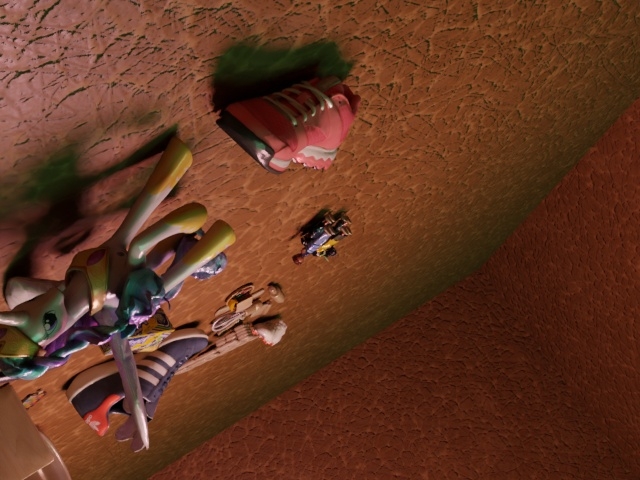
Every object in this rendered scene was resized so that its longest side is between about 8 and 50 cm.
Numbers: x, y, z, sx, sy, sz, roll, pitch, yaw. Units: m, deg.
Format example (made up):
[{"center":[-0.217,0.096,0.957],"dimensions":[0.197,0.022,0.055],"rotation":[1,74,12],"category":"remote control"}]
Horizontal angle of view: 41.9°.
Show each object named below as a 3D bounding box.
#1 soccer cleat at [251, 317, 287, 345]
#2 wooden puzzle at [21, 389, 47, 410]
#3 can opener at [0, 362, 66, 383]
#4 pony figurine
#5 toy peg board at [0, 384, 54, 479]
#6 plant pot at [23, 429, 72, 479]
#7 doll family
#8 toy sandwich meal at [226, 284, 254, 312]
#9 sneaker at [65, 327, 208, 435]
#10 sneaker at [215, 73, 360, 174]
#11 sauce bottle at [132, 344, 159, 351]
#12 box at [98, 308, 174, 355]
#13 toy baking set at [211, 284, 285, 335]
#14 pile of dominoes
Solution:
[{"center":[-0.139,0.245,2.323],"dimensions":[0.076,0.068,0.196],"rotation":[-50,167,-4],"category":"soccer cleat"},{"center":[-0.579,0.320,1.670],"dimensions":[0.083,0.006,0.049],"rotation":[-39,165,16],"category":"wooden puzzle"},{"center":[-0.502,0.208,1.383],"dimensions":[0.073,0.059,0.186],"rotation":[-44,163,33],"category":"can opener"},{"center":[-0.285,0.080,1.134],"dimensions":[0.363,0.302,0.351],"rotation":[-45,162,-25],"category":"pony figurine"},{"center":[-0.596,0.372,1.523],"dimensions":[0.160,0.161,0.079],"rotation":[-30,179,-18],"category":"toy peg board"},{"center":[-0.698,0.592,1.754],"dimensions":[0.280,0.323,0.323],"rotation":[-19,166,2],"category":"plant pot"},{"center":[0.000,0.000,1.837],"dimensions":[0.111,0.076,0.193],"rotation":[-36,161,22],"category":"doll family"},{"center":[-0.181,0.135,1.924],"dimensions":[0.085,0.029,0.085],"rotation":[-33,164,-11],"category":"toy sandwich meal"},{"center":[-0.372,0.313,1.829],"dimensions":[0.350,0.148,0.131],"rotation":[-24,162,-38],"category":"sneaker"},{"center":[-0.035,-0.180,1.160],"dimensions":[0.136,0.116,0.314],"rotation":[-51,168,18],"category":"sneaker"},{"center":[-0.374,0.208,1.710],"dimensions":[0.042,0.042,0.128],"rotation":[-38,163,11],"category":"sauce bottle"},{"center":[-0.358,0.175,1.611],"dimensions":[0.059,0.054,0.169],"rotation":[-40,165,19],"category":"box"},{"center":[-0.176,0.175,2.066],"dimensions":[0.196,0.030,0.256],"rotation":[-33,165,-7],"category":"toy baking set"},{"center":[-0.292,0.283,2.150],"dimensions":[0.251,0.040,0.196],"rotation":[-26,172,7],"category":"pile of dominoes"}]
